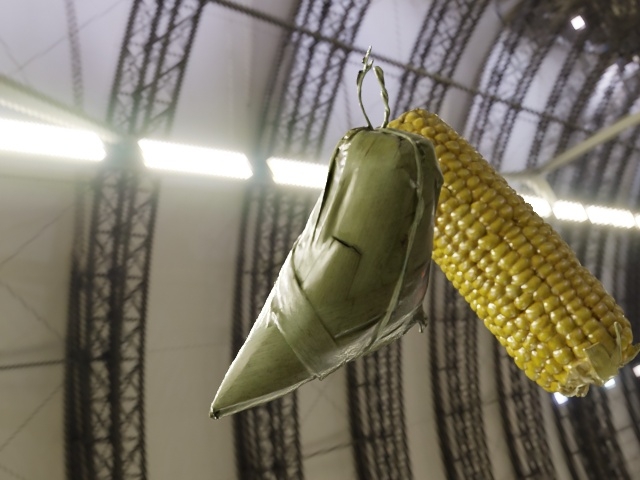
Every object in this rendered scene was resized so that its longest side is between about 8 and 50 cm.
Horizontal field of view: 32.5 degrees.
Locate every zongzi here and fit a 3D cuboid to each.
[{"bbox_3d":[0.000,0.000,0.498,0.130,0.154,0.062,-25,-136,-34],"label":"zongzi"}]

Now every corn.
[{"bbox_3d":[0.139,0.009,0.851,0.260,0.091,0.091,52,-157,6],"label":"corn"}]
